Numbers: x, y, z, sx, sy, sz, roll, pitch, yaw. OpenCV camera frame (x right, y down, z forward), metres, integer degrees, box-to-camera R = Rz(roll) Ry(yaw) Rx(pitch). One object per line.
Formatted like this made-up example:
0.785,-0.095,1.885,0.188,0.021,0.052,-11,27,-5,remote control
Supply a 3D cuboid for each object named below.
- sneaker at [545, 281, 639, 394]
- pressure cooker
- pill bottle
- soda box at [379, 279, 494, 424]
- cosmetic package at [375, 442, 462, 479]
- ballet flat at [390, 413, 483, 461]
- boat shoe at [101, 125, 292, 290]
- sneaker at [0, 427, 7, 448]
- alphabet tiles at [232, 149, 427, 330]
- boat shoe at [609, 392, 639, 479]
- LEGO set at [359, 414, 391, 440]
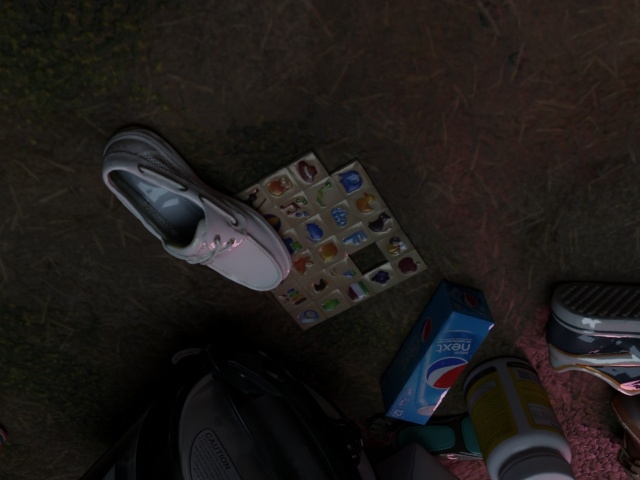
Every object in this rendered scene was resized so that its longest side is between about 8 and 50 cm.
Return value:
0.473,0.138,1.017,0.320,0.126,0.128,6,120,4,sneaker
-0.119,0.357,0.965,0.369,0.376,0.420,36,120,-18,pressure cooker
0.283,0.278,1.043,0.119,0.209,0.119,-2,125,-3,pill bottle
0.160,0.162,1.035,0.067,0.071,0.210,16,121,-15,soda box
0.077,0.500,1.146,0.197,0.155,0.365,42,122,-13,cosmetic package
0.215,0.316,1.161,0.213,0.072,0.068,-1,152,-3,ballet flat
-0.148,-0.013,0.868,0.277,0.096,0.098,39,118,-24,boat shoe
-0.550,0.327,1.085,0.161,0.075,0.057,-18,124,7,sneaker
0.000,0.000,0.949,0.198,0.009,0.237,-28,122,14,alphabet tiles
0.543,0.356,1.176,0.116,0.123,0.324,-35,119,20,boat shoe
0.080,0.297,1.157,0.083,0.023,0.054,-20,123,24,LEGO set
